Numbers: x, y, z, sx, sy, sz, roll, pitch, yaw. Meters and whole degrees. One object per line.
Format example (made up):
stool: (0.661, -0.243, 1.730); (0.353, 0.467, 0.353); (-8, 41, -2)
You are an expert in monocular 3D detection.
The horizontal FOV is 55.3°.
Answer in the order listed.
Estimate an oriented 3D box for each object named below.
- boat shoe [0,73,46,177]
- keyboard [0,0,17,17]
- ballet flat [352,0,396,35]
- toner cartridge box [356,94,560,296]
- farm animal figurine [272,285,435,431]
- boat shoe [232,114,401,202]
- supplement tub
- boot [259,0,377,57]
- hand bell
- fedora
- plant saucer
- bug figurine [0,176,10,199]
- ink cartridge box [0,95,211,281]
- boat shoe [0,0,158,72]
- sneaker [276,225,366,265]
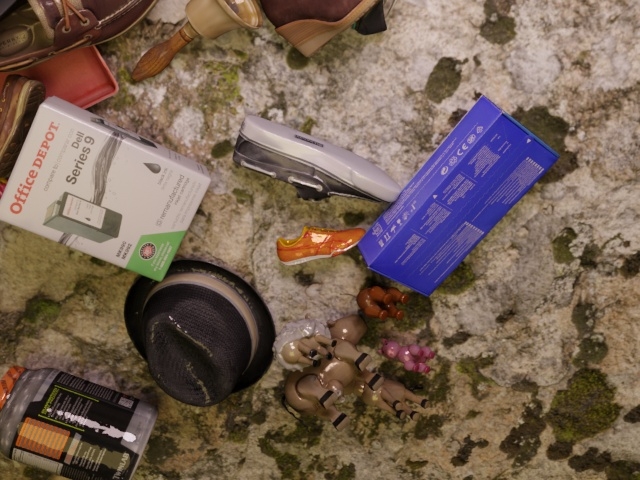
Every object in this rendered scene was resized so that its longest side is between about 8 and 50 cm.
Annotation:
boat shoe: (-0.522, -0.193, 1.024); (0.060, 0.064, 0.177); (25, 97, 2)
keyboard: (-0.523, -0.383, 0.909); (0.317, 0.033, 0.201); (-32, 65, 17)
ballet flat: (0.099, -0.423, 0.955); (0.074, 0.074, 0.203); (8, 121, -2)
toner cartridge box: (0.237, -0.067, 1.084); (0.165, 0.075, 0.347); (26, 114, -32)
farm animal figurine: (0.056, 0.241, 1.198); (0.327, 0.172, 0.330); (-27, 119, -32)
boat shoe: (-0.010, -0.117, 1.078); (0.301, 0.108, 0.102); (21, 113, -5)
supplement tub: (-0.519, 0.387, 1.275); (0.316, 0.193, 0.193); (24, 113, -8)
boot: (-0.014, -0.408, 0.910); (0.248, 0.090, 0.207); (-23, 112, 46)
hand bell: (-0.226, -0.334, 1.000); (0.242, 0.126, 0.126); (-28, 111, 26)
fedora: (-0.248, 0.207, 1.207); (0.334, 0.152, 0.333); (0, 115, 1)
plant saucer: (-0.508, -0.320, 1.031); (0.259, 0.047, 0.258); (-23, 112, 11)
bug figurine: (-0.644, -0.119, 1.099); (0.216, 0.072, 0.279); (-14, 119, 24)
ink cartridge box: (-0.366, -0.085, 1.044); (0.289, 0.121, 0.211); (24, 101, -21)
boat shoe: (-0.394, -0.344, 0.923); (0.342, 0.123, 0.123); (-19, 113, 10)
sneaker: (0.000, 0.000, 1.156); (0.175, 0.064, 0.067); (-14, 101, 4)
